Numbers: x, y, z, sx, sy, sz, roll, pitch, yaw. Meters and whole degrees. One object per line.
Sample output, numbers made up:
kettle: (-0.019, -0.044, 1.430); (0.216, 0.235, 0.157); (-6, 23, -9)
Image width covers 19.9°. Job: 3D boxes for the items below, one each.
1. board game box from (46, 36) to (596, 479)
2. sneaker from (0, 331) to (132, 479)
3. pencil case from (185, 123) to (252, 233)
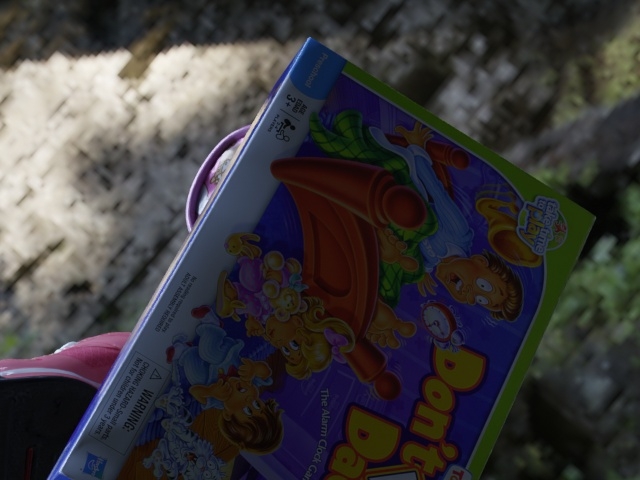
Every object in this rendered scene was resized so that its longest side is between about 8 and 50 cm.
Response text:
board game box: (0.006, 0.071, 1.182); (0.347, 0.233, 0.078); (-62, 7, -27)
sneaker: (-0.213, 0.143, 1.640); (0.314, 0.136, 0.116); (1, -67, -34)
pencil case: (0.000, 0.000, 1.726); (0.386, 0.160, 0.167); (40, -130, -72)
